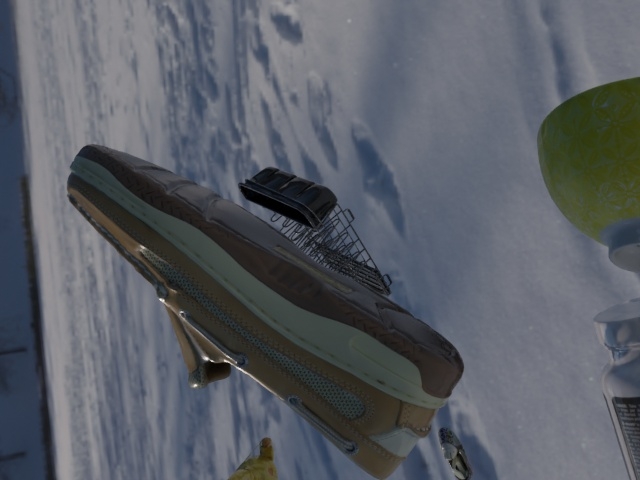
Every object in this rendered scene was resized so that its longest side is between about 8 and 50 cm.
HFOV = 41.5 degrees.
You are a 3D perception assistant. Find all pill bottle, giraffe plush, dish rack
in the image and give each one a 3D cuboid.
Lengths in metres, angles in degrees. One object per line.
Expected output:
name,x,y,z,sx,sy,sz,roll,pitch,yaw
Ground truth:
pill bottle,0.575,0.277,1.356,0.210,0.210,0.363,-16,91,69
giraffe plush,-0.082,0.423,1.267,0.170,0.210,0.181,40,133,6
dish rack,0.000,0.000,1.390,0.208,0.074,0.272,26,155,51

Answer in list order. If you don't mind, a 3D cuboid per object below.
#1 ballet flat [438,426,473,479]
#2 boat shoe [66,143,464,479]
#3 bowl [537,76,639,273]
ballet flat,0.242,0.390,1.520,0.114,0.041,0.041,61,164,-15
boat shoe,-0.039,0.029,0.349,0.190,0.068,0.072,33,102,20
bowl,0.394,-0.050,0.972,0.289,0.289,0.156,139,141,-65
